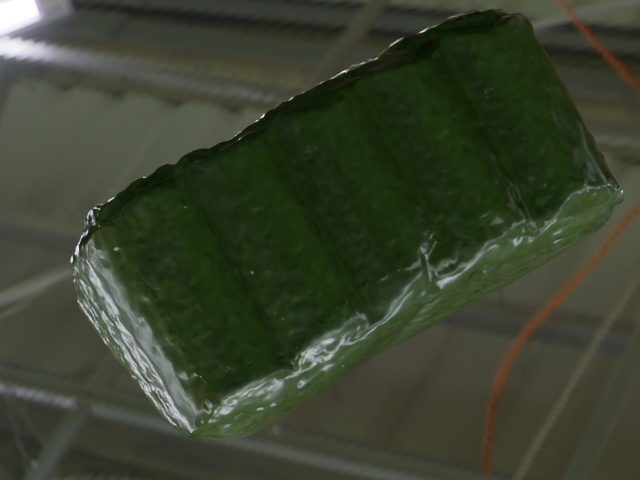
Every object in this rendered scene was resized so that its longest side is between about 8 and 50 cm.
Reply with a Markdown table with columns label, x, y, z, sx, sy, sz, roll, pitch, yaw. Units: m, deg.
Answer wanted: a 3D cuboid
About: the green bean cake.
| label | x | y | z | sx | sy | sz | roll | pitch | yaw |
| --- | --- | --- | --- | --- | --- | --- | --- | --- | --- |
| green bean cake | 0.000 | 0.000 | 0.880 | 0.222 | 0.248 | 0.125 | -30 | -95 | -13 |
